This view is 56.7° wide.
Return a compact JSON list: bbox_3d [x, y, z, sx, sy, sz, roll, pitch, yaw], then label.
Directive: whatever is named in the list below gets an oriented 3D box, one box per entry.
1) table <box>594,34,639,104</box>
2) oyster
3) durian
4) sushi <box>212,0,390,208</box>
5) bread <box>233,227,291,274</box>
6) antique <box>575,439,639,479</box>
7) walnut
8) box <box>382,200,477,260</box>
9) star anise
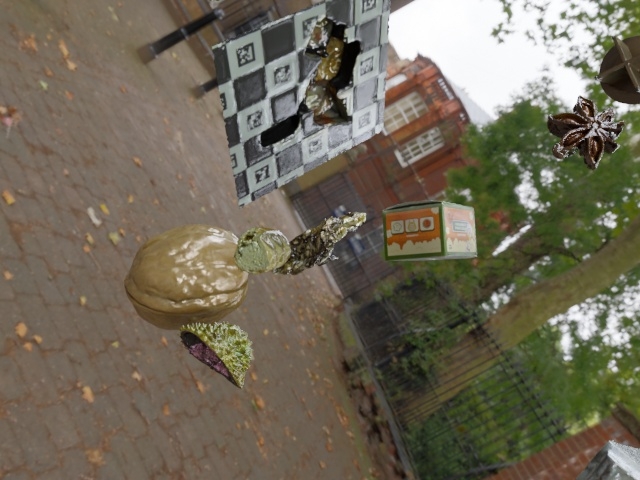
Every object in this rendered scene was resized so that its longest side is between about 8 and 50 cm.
[{"bbox_3d":[0.723,-0.404,1.381,0.226,0.167,0.167,-17,76,-55],"label":"table"},{"bbox_3d":[0.000,0.000,1.417,0.083,0.214,0.223,57,41,-9],"label":"oyster"},{"bbox_3d":[-0.215,0.216,1.304,0.186,0.108,0.119,31,-38,20],"label":"durian"},{"bbox_3d":[-0.033,-0.272,1.066,0.064,0.359,0.343,44,-26,31],"label":"sushi"},{"bbox_3d":[-0.079,0.011,0.818,0.066,0.060,0.110,27,12,11],"label":"bread"},{"bbox_3d":[0.330,0.276,0.624,0.183,0.088,0.086,27,10,-48],"label":"antique"},{"bbox_3d":[-0.336,0.096,1.510,0.277,0.313,0.252,125,-45,-67],"label":"walnut"},{"bbox_3d":[0.289,-0.022,1.561,0.195,0.177,0.148,3,82,-51],"label":"box"},{"bbox_3d":[0.736,-0.295,1.668,0.214,0.220,0.099,35,-15,37],"label":"star anise"}]
